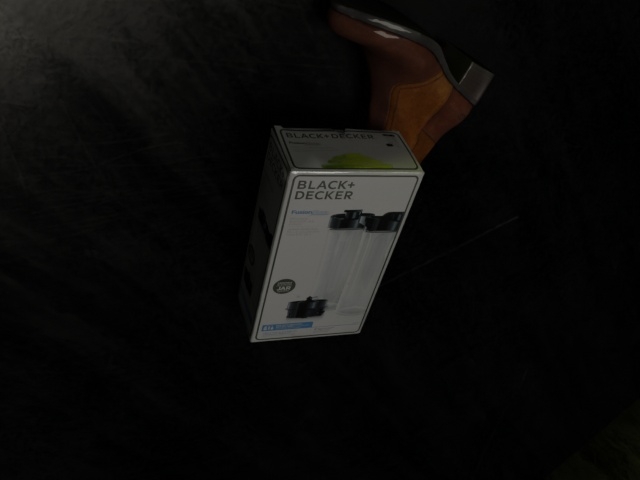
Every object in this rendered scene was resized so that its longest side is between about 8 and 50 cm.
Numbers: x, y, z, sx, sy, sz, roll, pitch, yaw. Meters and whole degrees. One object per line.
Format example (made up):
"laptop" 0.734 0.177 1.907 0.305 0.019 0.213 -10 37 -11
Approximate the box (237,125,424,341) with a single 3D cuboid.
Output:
"box" 0.000 0.000 0.835 0.169 0.087 0.290 -1 133 -21

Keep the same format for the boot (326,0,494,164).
"boot" 0.053 -0.146 0.838 0.264 0.096 0.280 11 123 -44
